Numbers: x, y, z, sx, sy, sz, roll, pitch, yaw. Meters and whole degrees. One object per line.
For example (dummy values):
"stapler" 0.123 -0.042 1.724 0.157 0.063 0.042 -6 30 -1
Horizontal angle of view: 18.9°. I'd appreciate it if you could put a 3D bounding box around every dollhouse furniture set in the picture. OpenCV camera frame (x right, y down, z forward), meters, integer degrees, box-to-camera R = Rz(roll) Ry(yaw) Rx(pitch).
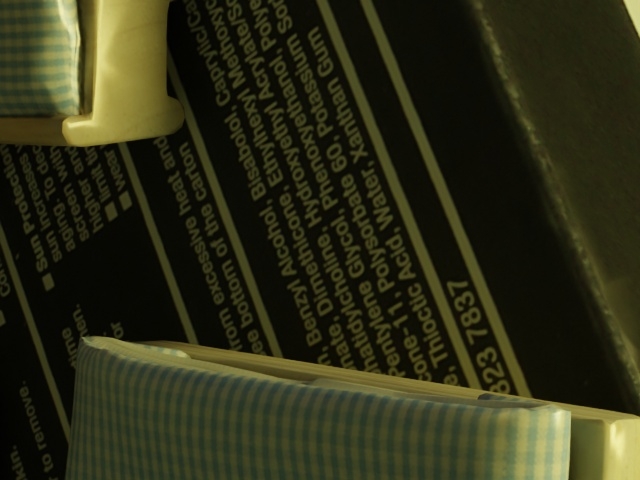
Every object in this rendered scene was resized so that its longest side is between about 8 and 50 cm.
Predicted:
"dollhouse furniture set" -0.084 0.067 0.350 0.303 0.286 0.198 8 6 44

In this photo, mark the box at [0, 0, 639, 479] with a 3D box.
"box" 0.000 0.000 0.539 0.182 0.296 0.294 -7 -19 -45
